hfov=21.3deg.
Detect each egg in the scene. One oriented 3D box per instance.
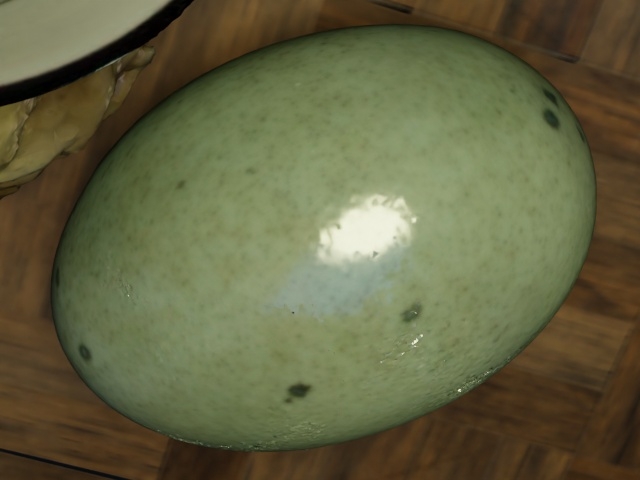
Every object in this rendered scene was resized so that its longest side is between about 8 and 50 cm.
[{"bbox_3d":[0.000,0.000,0.715,0.237,0.169,0.169,-16,116,6],"label":"egg"}]

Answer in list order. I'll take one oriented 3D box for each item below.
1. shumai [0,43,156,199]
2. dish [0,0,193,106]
[{"bbox_3d":[-0.173,-0.063,0.672,0.206,0.175,0.166,-29,115,14],"label":"shumai"},{"bbox_3d":[-0.154,-0.196,0.565,0.316,0.106,0.316,0,91,-31],"label":"dish"}]
